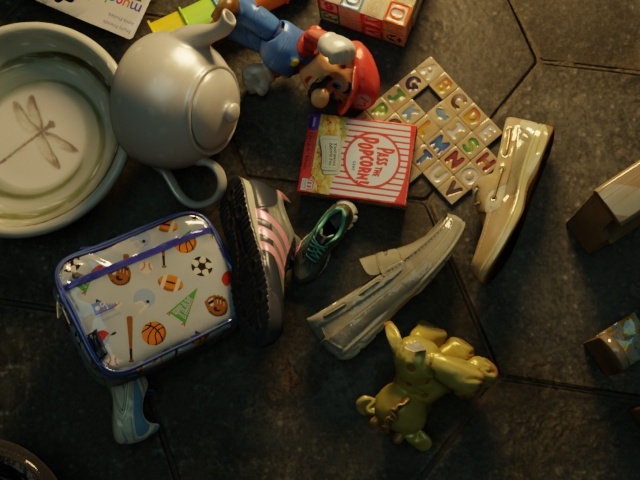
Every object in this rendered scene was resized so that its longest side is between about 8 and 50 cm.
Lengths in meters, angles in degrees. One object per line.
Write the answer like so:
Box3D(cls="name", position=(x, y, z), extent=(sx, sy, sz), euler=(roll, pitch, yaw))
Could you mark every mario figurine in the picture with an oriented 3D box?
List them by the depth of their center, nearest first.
Box3D(cls="mario figurine", position=(-0.049, -0.305, 1.563), extent=(0.320, 0.198, 0.170), euler=(24, 102, -7))

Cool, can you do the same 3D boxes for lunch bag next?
Box3D(cls="lunch bag", position=(-0.289, 0.090, 1.501), extent=(0.303, 0.115, 0.243), euler=(-22, 77, -25))

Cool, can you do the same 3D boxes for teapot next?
Box3D(cls="teapot", position=(-0.221, -0.224, 1.531), extent=(0.187, 0.256, 0.253), euler=(16, 66, 25))

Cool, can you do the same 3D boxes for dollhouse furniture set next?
Box3D(cls="dollhouse furniture set", position=(0.590, 0.063, 1.413), extent=(0.362, 0.256, 0.394), euler=(-33, 78, -3))

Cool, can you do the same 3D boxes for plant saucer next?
Box3D(cls="plant saucer", position=(-0.522, -0.190, 1.627), extent=(0.400, 0.100, 0.401), euler=(-1, 77, 4))

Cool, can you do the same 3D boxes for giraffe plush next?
Box3D(cls="giraffe plush", position=(0.159, 0.243, 1.463), extent=(0.181, 0.210, 0.171), euler=(38, 109, 41))

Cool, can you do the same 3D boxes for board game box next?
Box3D(cls="board game box", position=(0.066, -0.141, 1.595), extent=(0.193, 0.045, 0.147), euler=(7, 82, 8))

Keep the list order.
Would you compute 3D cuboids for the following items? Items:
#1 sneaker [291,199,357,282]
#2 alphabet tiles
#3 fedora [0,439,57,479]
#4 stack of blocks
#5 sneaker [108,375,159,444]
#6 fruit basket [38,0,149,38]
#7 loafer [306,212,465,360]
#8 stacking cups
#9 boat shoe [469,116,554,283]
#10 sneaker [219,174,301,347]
Box3D(cls="sneaker", position=(0.000, 0.000, 1.552), extent=(0.065, 0.076, 0.167), euler=(32, 95, 6))
Box3D(cls="alphabet tiles", position=(0.201, -0.187, 1.620), extent=(0.198, 0.009, 0.237), euler=(-40, 78, -5))
Box3D(cls="fedora", position=(-0.546, 0.487, 1.460), extent=(0.333, 0.152, 0.334), euler=(-1, 78, 4))
Box3D(cls="stack of blocks", position=(0.128, -0.528, 1.656), extent=(0.171, 0.087, 0.297), euler=(20, 80, 8))
Box3D(cls="sneaker", position=(-0.332, 0.228, 1.543), extent=(0.086, 0.085, 0.237), euler=(-9, 74, -22))
Box3D(cls="fruit basket", position=(-0.425, -0.595, 1.674), extent=(0.327, 0.165, 0.353), euler=(24, 84, 9))
Box3D(cls="loafer", position=(0.113, 0.063, 1.522), extent=(0.319, 0.112, 0.111), euler=(-45, 87, -5))
Box3D(cls="stacking cups", position=(-0.157, -0.424, 1.664), extent=(0.316, 0.096, 0.096), euler=(-26, 78, -6))
Box3D(cls="boat shoe", position=(0.308, -0.072, 1.543), extent=(0.098, 0.109, 0.302), euler=(20, 78, 17))
Box3D(cls="sneaker", position=(-0.078, 0.033, 1.498), extent=(0.131, 0.112, 0.319), euler=(12, 53, -34))
